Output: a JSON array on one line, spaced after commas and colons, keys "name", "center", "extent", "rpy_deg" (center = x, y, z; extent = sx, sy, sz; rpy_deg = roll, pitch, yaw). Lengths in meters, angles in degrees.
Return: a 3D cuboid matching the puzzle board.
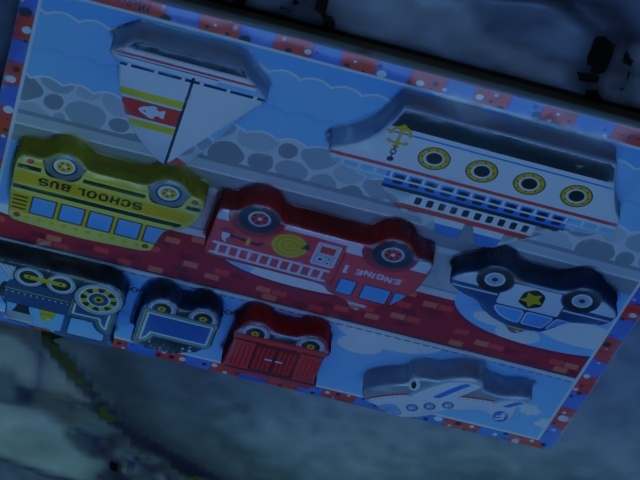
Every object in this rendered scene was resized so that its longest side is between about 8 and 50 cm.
[{"name": "puzzle board", "center": [0.000, 0.000, 0.366], "extent": [0.128, 0.011, 0.096], "rpy_deg": [14, 140, -9]}]
